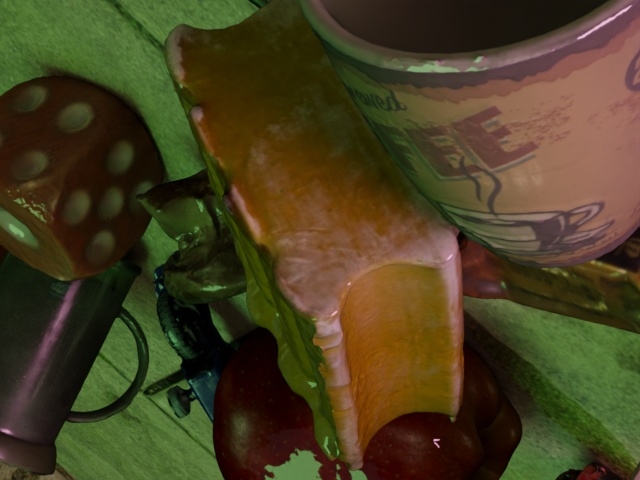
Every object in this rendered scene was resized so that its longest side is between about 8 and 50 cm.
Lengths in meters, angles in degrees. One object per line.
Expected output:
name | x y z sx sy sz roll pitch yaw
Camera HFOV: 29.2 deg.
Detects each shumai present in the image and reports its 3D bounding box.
shumai | -0.107 -0.006 1.347 0.209 0.161 0.153 -73 -35 -86

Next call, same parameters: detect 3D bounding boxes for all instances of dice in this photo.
dice | -0.302 -0.075 1.426 0.174 0.179 0.175 21 153 30

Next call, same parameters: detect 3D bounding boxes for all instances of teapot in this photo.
teapot | -0.360 0.137 1.681 0.270 0.337 0.200 27 175 -21

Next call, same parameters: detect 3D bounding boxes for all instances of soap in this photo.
soap | 0.000 0.000 1.038 0.335 0.156 0.293 76 170 -60

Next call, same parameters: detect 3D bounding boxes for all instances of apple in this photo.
apple | 0.044 0.207 1.320 0.316 0.288 0.288 14 145 28

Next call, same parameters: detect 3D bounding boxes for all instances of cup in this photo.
cup | 0.108 -0.130 0.804 0.301 0.227 0.257 56 173 40

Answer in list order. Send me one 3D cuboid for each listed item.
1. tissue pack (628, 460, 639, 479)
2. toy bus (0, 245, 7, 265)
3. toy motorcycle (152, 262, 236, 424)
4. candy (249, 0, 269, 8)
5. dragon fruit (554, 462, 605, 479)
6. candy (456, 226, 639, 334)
tissue pack | 0.325 0.203 0.997 0.124 0.225 0.185 27 151 25
toy bus | -0.515 -0.013 1.819 0.143 0.153 0.329 36 155 3
toy motorcycle | -0.139 0.175 1.659 0.315 0.113 0.169 62 -172 -23
candy | -0.041 -0.195 1.052 0.202 0.061 0.061 34 155 -9
dragon fruit | 0.297 0.320 1.328 0.133 0.136 0.166 -15 110 57
candy | 0.223 0.017 0.929 0.271 0.143 0.101 17 150 39
